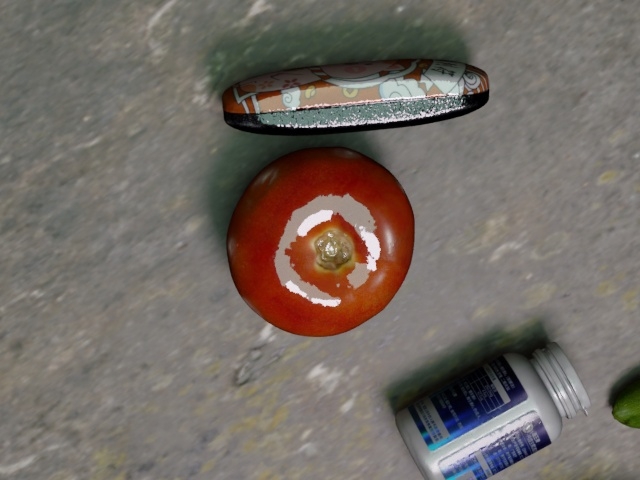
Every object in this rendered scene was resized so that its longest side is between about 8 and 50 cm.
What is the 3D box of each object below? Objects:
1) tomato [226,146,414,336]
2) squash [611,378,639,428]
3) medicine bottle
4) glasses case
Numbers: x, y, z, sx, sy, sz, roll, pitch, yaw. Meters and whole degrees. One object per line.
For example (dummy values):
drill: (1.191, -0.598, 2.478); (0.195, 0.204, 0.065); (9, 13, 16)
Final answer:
tomato: (0.000, 0.000, 1.387); (0.195, 0.136, 0.195); (-2, 101, -8)
squash: (0.444, 0.156, 1.504); (0.258, 0.069, 0.069); (-13, 104, -3)
medicine bottle: (0.184, 0.187, 1.463); (0.191, 0.107, 0.107); (-29, 104, 1)
glasses case: (0.035, -0.143, 1.376); (0.266, 0.103, 0.067); (-6, 106, -6)
